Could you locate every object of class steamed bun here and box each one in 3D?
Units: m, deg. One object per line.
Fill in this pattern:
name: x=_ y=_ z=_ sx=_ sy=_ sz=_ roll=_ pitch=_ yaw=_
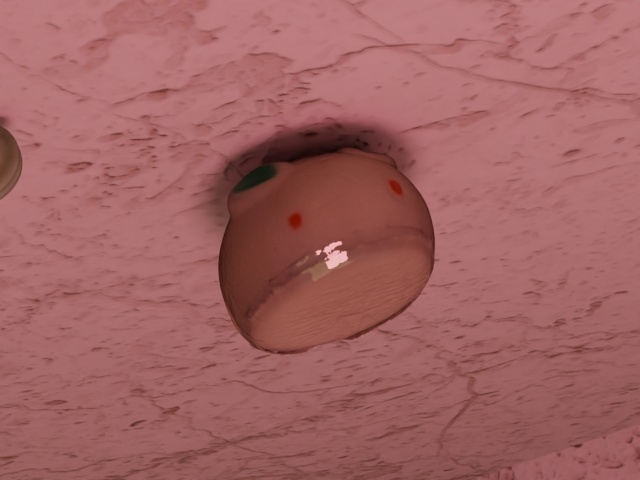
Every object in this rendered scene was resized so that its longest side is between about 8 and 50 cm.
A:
steamed bun: x=0.000 y=0.000 z=1.419 sx=0.177 sy=0.130 sz=0.228 roll=-16 pitch=159 yaw=-13

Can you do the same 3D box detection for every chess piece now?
chess piece: x=-0.259 y=-0.074 z=1.224 sx=0.067 sy=0.067 sz=0.103 roll=-12 pitch=149 yaw=7
